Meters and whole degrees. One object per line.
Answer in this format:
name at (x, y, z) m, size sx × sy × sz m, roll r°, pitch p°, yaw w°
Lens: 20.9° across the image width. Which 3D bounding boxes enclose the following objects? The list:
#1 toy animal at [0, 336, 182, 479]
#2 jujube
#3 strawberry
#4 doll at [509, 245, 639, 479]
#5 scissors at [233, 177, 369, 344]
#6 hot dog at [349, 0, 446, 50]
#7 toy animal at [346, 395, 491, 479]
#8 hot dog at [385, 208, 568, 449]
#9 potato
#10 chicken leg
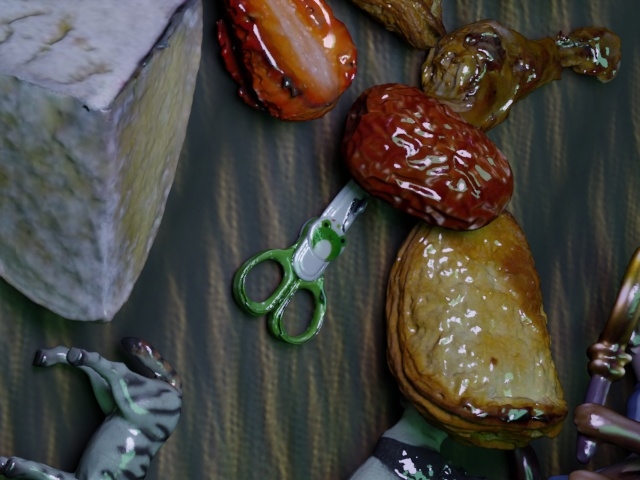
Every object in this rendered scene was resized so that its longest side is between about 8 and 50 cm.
toy animal at (-0.212, 0.210, 1.551) m, size 0.170 × 0.090 × 0.255 m, roll 10°, pitch 90°, yaw -33°
jujube at (0.102, -0.076, 1.661) m, size 0.176 × 0.109 × 0.112 m, roll 30°, pitch 88°, yaw -17°
strawberry at (-0.044, -0.198, 1.626) m, size 0.121 × 0.082 × 0.188 m, roll -36°, pitch 100°, yaw -43°
doll at (0.340, 0.202, 1.801) m, size 0.340 × 0.209 × 0.318 m, roll -52°, pitch 146°, yaw -14°
scissors at (0.000, 0.000, 1.681) m, size 0.101 × 0.027 × 0.204 m, roll 43°, pitch 72°, yaw -25°
hot dog at (0.070, -0.244, 1.680) m, size 0.147 × 0.065 × 0.099 m, roll 34°, pitch 40°, yaw -23°
toy animal at (0.083, 0.250, 1.710) m, size 0.121 × 0.094 × 0.225 m, roll 36°, pitch 77°, yaw -16°
hot dog at (0.152, 0.088, 1.709) m, size 0.175 × 0.114 × 0.259 m, roll 6°, pitch 55°, yaw -21°
potato at (-0.230, -0.097, 1.519) m, size 0.189 × 0.211 × 0.264 m, roll -61°, pitch 160°, yaw -51°
chicken leg at (0.206, -0.176, 1.760) m, size 0.251 × 0.087 × 0.107 m, roll -14°, pitch 117°, yaw -34°
